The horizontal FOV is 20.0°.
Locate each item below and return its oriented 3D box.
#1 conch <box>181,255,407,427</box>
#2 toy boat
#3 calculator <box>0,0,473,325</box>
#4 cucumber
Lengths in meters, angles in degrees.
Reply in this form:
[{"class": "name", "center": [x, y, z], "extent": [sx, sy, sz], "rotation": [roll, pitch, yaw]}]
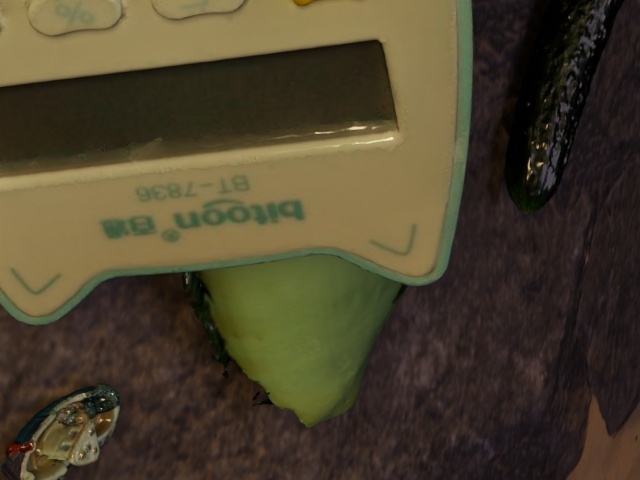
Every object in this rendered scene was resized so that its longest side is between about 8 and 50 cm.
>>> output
[{"class": "conch", "center": [-0.014, -0.001, 0.984], "extent": [0.143, 0.137, 0.251], "rotation": [-81, -172, -64]}, {"class": "toy boat", "center": [-0.123, 0.098, 0.879], "extent": [0.083, 0.038, 0.038], "rotation": [-40, 133, -51]}, {"class": "calculator", "center": [-0.075, -0.124, 0.685], "extent": [0.054, 0.256, 0.386], "rotation": [-87, 167, -45]}, {"class": "cucumber", "center": [0.177, -0.119, 1.329], "extent": [0.052, 0.058, 0.215], "rotation": [127, -16, -76]}]
